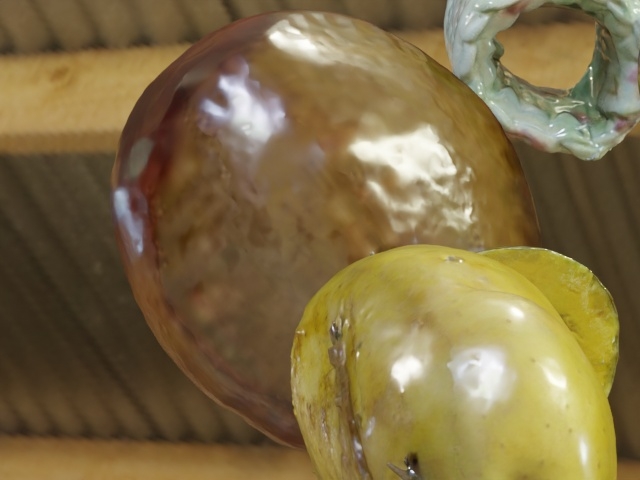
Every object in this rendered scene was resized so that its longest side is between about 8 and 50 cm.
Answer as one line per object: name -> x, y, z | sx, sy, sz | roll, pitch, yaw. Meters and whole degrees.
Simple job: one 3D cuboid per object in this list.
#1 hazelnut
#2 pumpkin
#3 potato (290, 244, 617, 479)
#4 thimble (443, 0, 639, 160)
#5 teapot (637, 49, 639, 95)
hazelnut -> 0.000, 0.000, 1.547 | 0.420, 0.353, 0.421 | 29, -12, 7
pumpkin -> 0.118, 0.084, 1.326 | 0.217, 0.110, 0.217 | -5, -66, -10
potato -> 0.061, 0.085, 0.864 | 0.140, 0.300, 0.173 | -17, -84, -5
thimble -> 0.220, -0.178, 1.641 | 0.185, 0.149, 0.211 | -28, -69, 10
teapot -> 0.351, -0.138, 1.465 | 0.165, 0.130, 0.119 | 28, -84, -15
